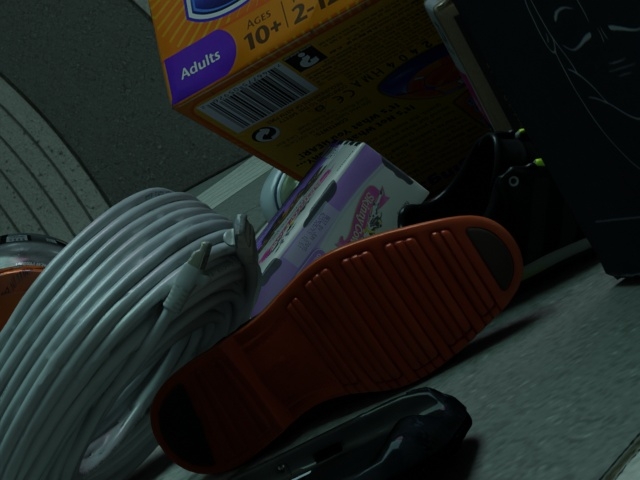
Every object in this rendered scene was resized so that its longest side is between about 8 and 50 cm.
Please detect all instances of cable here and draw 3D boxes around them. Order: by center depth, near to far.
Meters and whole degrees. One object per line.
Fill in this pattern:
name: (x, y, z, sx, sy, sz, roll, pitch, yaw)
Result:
cable: (-0.143, 0.084, 1.094, 0.257, 0.089, 0.257, -49, -12, -9)

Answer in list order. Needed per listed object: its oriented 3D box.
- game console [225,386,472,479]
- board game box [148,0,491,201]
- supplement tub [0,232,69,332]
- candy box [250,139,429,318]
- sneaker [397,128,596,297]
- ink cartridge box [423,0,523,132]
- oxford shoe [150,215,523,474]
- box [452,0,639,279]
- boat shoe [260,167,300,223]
game console: (-0.087, 0.176, 0.830, 0.361, 0.044, 0.213, -28, 9, 17)
board game box: (0.069, -0.287, 1.547, 0.356, 0.356, 0.356, -27, -30, 23)
supplement tub: (-0.277, 0.093, 1.517, 0.193, 0.193, 0.316, -31, 8, -8)
candy box: (0.000, 0.000, 1.336, 0.165, 0.070, 0.196, -52, 8, -1)
sneaker: (0.148, -0.038, 1.038, 0.235, 0.097, 0.084, -35, 38, 8)
ink cartridge box: (0.159, -0.114, 1.203, 0.088, 0.193, 0.234, -29, 7, 7)
oxford shoe: (0.013, 0.055, 1.044, 0.271, 0.097, 0.098, -28, 4, 21)
box: (0.198, -0.197, 0.824, 0.212, 0.395, 0.293, -32, 8, -16)
boat shoe: (0.067, -0.098, 1.789, 0.302, 0.109, 0.094, -31, 9, -29)
